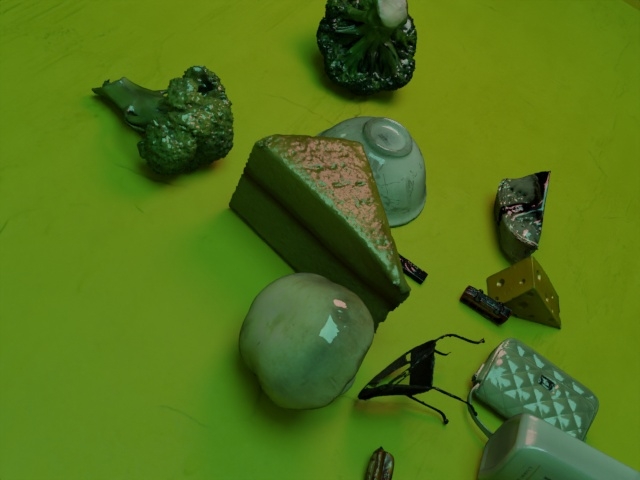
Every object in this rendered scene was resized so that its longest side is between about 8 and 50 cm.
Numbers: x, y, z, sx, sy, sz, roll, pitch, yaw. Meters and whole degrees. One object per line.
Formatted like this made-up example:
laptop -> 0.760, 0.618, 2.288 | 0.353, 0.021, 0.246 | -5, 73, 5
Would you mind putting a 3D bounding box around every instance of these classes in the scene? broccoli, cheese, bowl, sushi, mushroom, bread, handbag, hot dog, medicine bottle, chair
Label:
broccoli -> 0.130, -0.512, 1.964 | 0.298, 0.297, 0.297 | 1, 86, -13
cheese -> 0.480, 0.130, 1.737 | 0.171, 0.126, 0.093 | 30, 45, -28
bowl -> 0.132, -0.197, 1.790 | 0.314, 0.146, 0.313 | 13, 48, -15
sushi -> 0.464, -0.046, 1.851 | 0.109, 0.134, 0.272 | 15, 62, 5
mushroom -> -0.012, 0.190, 1.371 | 0.234, 0.254, 0.260 | 45, 40, -38
bread -> 0.000, 0.000, 1.509 | 0.245, 0.233, 0.361 | -2, 55, -26
handbag -> 0.416, 0.332, 1.536 | 0.256, 0.079, 0.219 | 34, 51, 7
hot dog -> 0.098, 0.419, 1.349 | 0.049, 0.037, 0.122 | 32, 51, -13
medicine bottle -> 0.462, 0.445, 1.392 | 0.324, 0.179, 0.124 | 28, 46, -2
broccoli -> -0.304, -0.292, 1.642 | 0.254, 0.186, 0.302 | -24, 72, -27
chair -> 0.180, 0.248, 1.436 | 0.213, 0.174, 0.149 | 13, 67, -20

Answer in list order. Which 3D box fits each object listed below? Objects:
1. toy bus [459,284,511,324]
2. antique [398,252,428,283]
toy bus -> 0.358, 0.141, 1.685 | 0.110, 0.043, 0.031 | 33, 44, 6
antique -> 0.150, 0.030, 1.700 | 0.192, 0.015, 0.031 | 35, 47, 5
